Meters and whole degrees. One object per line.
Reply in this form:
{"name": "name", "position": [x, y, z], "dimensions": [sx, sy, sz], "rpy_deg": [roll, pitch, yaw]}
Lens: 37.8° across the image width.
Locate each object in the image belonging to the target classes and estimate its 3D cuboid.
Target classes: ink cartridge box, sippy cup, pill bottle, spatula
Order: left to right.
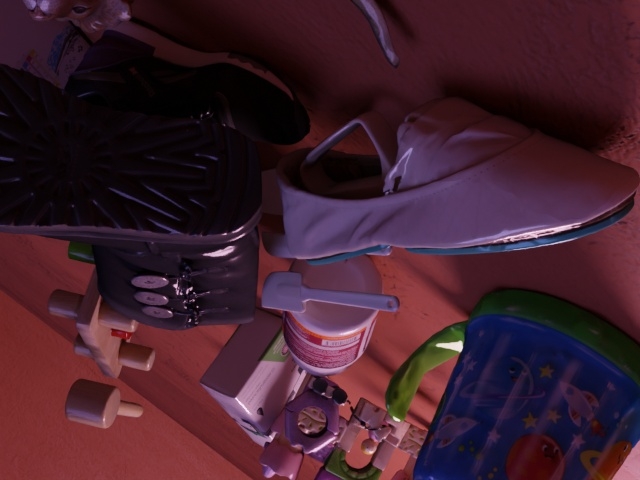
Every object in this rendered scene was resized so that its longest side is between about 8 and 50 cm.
{"name": "ink cartridge box", "position": [-0.372, -0.181, 1.133], "dimensions": [0.171, 0.168, 0.233], "rpy_deg": [8, 144, 50]}
{"name": "ink cartridge box", "position": [-0.085, 0.246, 1.596], "dimensions": [0.092, 0.160, 0.219], "rpy_deg": [17, 153, 38]}
{"name": "spatula", "position": [0.000, 0.000, 1.039], "dimensions": [0.019, 0.168, 0.242], "rpy_deg": [0, -179, -39]}
{"name": "pill bottle", "position": [0.011, 0.098, 1.211], "dimensions": [0.121, 0.121, 0.221], "rpy_deg": [31, 157, 10]}
{"name": "sippy cup", "position": [0.218, 0.209, 1.002], "dimensions": [0.240, 0.224, 0.305], "rpy_deg": [40, 158, -9]}

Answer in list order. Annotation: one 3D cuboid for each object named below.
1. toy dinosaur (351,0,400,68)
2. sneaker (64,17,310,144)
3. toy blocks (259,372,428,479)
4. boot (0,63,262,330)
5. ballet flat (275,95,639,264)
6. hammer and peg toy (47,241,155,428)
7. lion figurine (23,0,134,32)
{"name": "toy dinosaur", "position": [-0.041, -0.233, 0.707], "dimensions": [0.268, 0.064, 0.118], "rpy_deg": [32, 164, 3]}
{"name": "sneaker", "position": [-0.145, -0.131, 0.968], "dimensions": [0.283, 0.124, 0.107], "rpy_deg": [22, 155, 30]}
{"name": "toy blocks", "position": [0.038, 0.372, 1.415], "dimensions": [0.288, 0.260, 0.309], "rpy_deg": [29, 174, 0]}
{"name": "boot", "position": [-0.240, -0.018, 1.022], "dimensions": [0.366, 0.146, 0.445], "rpy_deg": [15, 166, -1]}
{"name": "ballet flat", "position": [0.080, -0.055, 0.812], "dimensions": [0.139, 0.139, 0.400], "rpy_deg": [46, 153, -23]}
{"name": "hammer and peg toy", "position": [-0.309, 0.104, 1.381], "dimensions": [0.127, 0.361, 0.266], "rpy_deg": [12, 156, 3]}
{"name": "lion figurine", "position": [-0.331, -0.333, 0.822], "dimensions": [0.392, 0.142, 0.240], "rpy_deg": [28, 155, 27]}
